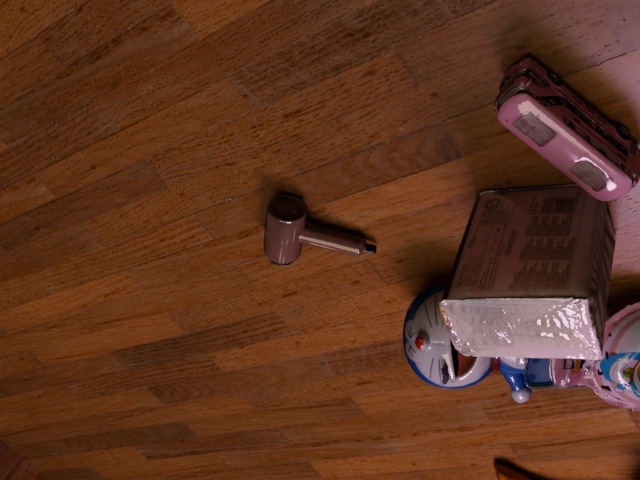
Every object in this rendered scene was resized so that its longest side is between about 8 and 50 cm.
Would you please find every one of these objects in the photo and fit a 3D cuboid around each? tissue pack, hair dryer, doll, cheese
[{"bbox_3d":[0.279,0.039,1.086,0.185,0.225,0.124,-4,129,29],"label":"tissue pack"},{"bbox_3d":[0.000,0.000,1.310,0.182,0.064,0.117,14,138,5],"label":"hair dryer"},{"bbox_3d":[0.254,0.155,1.266,0.257,0.161,0.215,-3,103,14],"label":"doll"},{"bbox_3d":[0.436,0.169,1.198,0.286,0.074,0.188,-1,111,-6],"label":"cheese"}]

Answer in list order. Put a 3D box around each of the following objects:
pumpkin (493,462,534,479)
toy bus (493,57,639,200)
[{"bbox_3d":[0.433,0.583,1.527,0.258,0.290,0.095,2,167,35],"label":"pumpkin"},{"bbox_3d":[0.303,-0.132,1.004,0.203,0.090,0.063,36,138,-10],"label":"toy bus"}]
